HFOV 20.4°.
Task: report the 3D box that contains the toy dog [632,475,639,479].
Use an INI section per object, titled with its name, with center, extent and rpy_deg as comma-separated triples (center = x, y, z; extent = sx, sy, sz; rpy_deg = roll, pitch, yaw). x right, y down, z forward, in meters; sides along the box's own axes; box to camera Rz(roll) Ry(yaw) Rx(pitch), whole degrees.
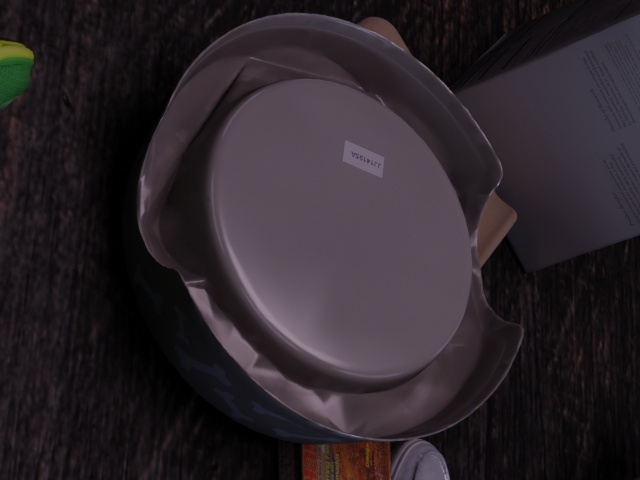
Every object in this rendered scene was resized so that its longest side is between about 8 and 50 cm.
[toy dog]
center = 0.315, 0.284, 1.598
extent = 0.333, 0.220, 0.161
rpy_deg = -25, 108, -22

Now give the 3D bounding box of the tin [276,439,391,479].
[tin]
center = 0.010, 0.187, 1.418
extent = 0.106, 0.040, 0.190
rpy_deg = 25, 56, -45

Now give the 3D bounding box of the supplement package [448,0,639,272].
[supplement package]
center = 0.291, -0.129, 1.701
extent = 0.199, 0.262, 0.198
rpy_deg = 59, 39, -12

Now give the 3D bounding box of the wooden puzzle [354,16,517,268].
[wooden puzzle]
center = 0.060, -0.060, 1.587
extent = 0.239, 0.044, 0.221
rpy_deg = 54, 42, -11

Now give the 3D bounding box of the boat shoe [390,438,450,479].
[boat shoe]
center = 0.093, 0.265, 1.440
extent = 0.079, 0.081, 0.228
rpy_deg = 30, 53, -38

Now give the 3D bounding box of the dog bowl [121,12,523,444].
[dog bowl]
center = 0.000, 0.000, 1.392
extent = 0.348, 0.102, 0.349
rpy_deg = 16, 61, -31

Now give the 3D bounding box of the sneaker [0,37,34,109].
[sneaker]
center = -0.284, -0.044, 1.151
extent = 0.295, 0.109, 0.124
rpy_deg = -52, 136, -49
